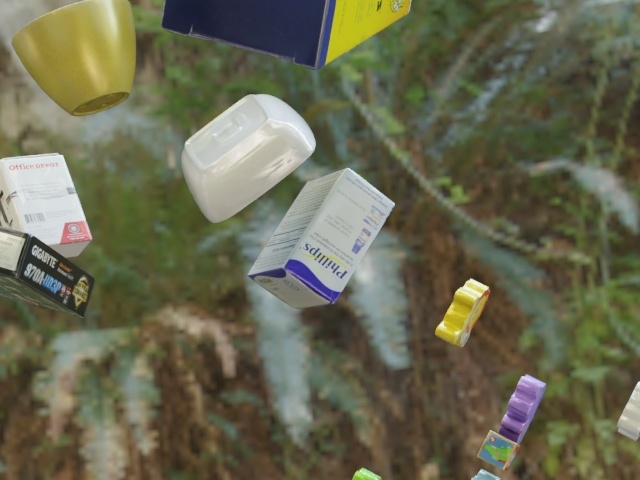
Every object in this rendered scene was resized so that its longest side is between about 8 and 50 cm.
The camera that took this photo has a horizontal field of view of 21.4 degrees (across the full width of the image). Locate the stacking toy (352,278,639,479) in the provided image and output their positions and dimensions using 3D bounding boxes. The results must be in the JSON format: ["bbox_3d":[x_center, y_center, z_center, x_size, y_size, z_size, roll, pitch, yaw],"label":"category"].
[{"bbox_3d":[0.129,0.161,1.249,0.167,0.221,0.052,28,-3,16],"label":"stacking toy"}]

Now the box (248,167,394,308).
[{"bbox_3d":[0.000,0.000,1.867,0.072,0.137,0.126,37,-16,-13],"label":"box"}]

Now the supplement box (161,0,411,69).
[{"bbox_3d":[-0.018,-0.347,1.991,0.194,0.195,0.356,16,22,15],"label":"supplement box"}]

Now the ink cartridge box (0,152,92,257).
[{"bbox_3d":[-0.381,-0.043,2.291,0.099,0.135,0.056,-8,-23,-36],"label":"ink cartridge box"}]

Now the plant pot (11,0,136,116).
[{"bbox_3d":[-0.252,-0.189,1.812,0.134,0.095,0.134,-20,-7,-3],"label":"plant pot"}]

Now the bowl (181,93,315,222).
[{"bbox_3d":[-0.082,-0.095,1.746,0.142,0.142,0.053,-36,-62,1],"label":"bowl"}]

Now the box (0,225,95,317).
[{"bbox_3d":[-0.353,0.020,1.786,0.175,0.051,0.220,14,-10,14],"label":"box"}]
